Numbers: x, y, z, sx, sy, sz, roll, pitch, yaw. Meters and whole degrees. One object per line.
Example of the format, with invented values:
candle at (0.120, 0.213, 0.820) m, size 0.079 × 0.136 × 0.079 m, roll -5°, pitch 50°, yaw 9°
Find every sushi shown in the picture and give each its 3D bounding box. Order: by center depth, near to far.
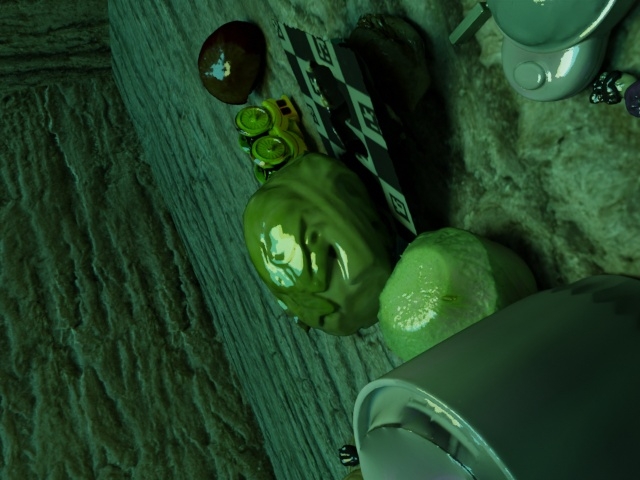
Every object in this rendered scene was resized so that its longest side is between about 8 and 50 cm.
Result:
sushi at (0.084, -0.195, 0.913) m, size 0.296 × 0.099 × 0.373 m, roll 46°, pitch 166°, yaw 52°

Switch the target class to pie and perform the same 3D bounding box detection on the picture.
pie at (0.107, -0.282, 0.909) m, size 0.193 × 0.078 × 0.163 m, roll 42°, pitch 155°, yaw 45°

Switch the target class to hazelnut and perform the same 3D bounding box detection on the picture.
hazelnut at (-0.214, -0.444, 1.378) m, size 0.201 × 0.160 × 0.170 m, roll -44°, pitch 75°, yaw 22°

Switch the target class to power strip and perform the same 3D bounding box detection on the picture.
power strip at (0.207, -0.296, 0.750) m, size 0.017 × 0.027 × 0.083 m, roll 67°, pitch 153°, yaw 11°

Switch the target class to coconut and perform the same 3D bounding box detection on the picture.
coconut at (0.205, 0.091, 0.815) m, size 0.204 × 0.235 × 0.236 m, roll -23°, pitch 85°, yaw 38°

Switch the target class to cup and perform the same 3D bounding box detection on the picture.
cup at (0.239, 0.196, 0.595) m, size 0.253 × 0.371 × 0.254 m, roll 37°, pitch 138°, yaw 43°

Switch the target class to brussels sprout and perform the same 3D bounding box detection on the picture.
brussels sprout at (0.000, 0.000, 0.972) m, size 0.328 × 0.247 × 0.328 m, roll 49°, pitch -171°, yaw -11°

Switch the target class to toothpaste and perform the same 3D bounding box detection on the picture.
toothpaste at (0.150, 0.066, 1.076) m, size 0.065 × 0.050 × 0.267 m, roll 38°, pitch 138°, yaw 51°

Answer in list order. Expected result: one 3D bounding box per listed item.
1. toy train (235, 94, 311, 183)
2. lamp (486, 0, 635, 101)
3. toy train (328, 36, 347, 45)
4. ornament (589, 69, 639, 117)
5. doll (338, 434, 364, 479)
toy train at (-0.086, -0.195, 1.259) m, size 0.100 × 0.160 × 0.296 m, roll 103°, pitch 144°, yaw -62°
lamp at (0.247, -0.271, 0.595) m, size 0.179 × 0.107 × 0.246 m, roll 43°, pitch 143°, yaw 53°
toy train at (0.025, -0.350, 1.059) m, size 0.029 × 0.045 × 0.092 m, roll 66°, pitch 152°, yaw 17°
ornament at (0.342, -0.150, 0.524) m, size 0.203 × 0.088 × 0.081 m, roll -129°, pitch 50°, yaw -59°
doll at (0.140, 0.432, 1.010) m, size 0.247 × 0.247 × 0.350 m, roll 112°, pitch 175°, yaw -54°
